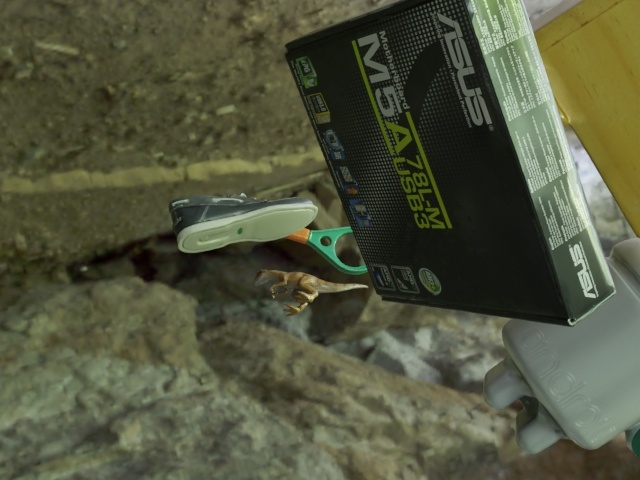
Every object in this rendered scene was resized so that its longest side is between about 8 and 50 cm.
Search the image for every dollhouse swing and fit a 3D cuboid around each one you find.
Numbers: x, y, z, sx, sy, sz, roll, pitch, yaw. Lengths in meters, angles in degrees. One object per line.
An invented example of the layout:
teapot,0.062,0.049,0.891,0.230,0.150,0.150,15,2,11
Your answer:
dollhouse swing,0.451,-0.206,1.091,0.346,0.305,0.315,-32,-173,19

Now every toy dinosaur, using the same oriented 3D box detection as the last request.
toy dinosaur,-0.020,0.082,1.603,0.211,0.064,0.112,10,-141,4

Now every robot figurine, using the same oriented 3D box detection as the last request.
robot figurine,0.382,0.133,1.156,0.353,0.300,0.200,-38,180,11

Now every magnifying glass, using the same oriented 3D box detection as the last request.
magnifying glass,0.000,0.000,1.691,0.230,0.092,0.026,16,156,-3

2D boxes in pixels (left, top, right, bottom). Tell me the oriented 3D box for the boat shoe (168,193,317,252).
boat shoe,-0.112,-0.043,1.330,0.233,0.079,0.084,-9,146,-28

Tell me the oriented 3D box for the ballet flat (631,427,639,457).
ballet flat,0.355,0.187,0.883,0.041,0.041,0.114,-14,149,-26

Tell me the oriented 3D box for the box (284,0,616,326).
box,0.068,-0.048,0.527,0.045,0.191,0.184,-28,-165,-25
